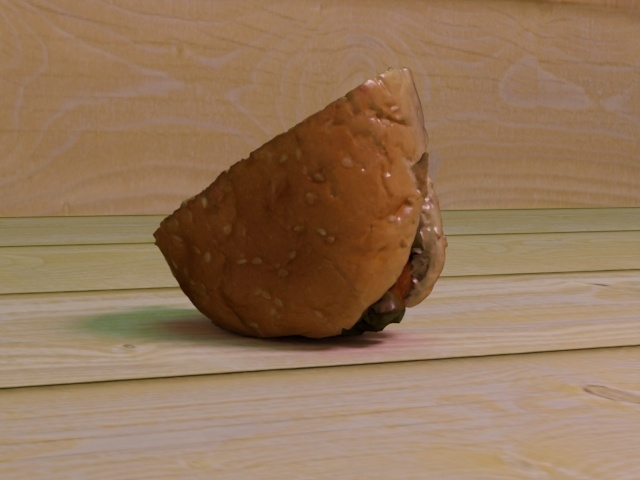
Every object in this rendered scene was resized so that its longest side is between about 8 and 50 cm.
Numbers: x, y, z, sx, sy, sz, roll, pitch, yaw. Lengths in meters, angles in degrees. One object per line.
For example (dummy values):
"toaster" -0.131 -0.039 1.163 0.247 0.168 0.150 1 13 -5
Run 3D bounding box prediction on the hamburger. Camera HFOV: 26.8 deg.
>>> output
"hamburger" 0.003 0.002 1.275 0.330 0.209 0.162 -38 -8 32
